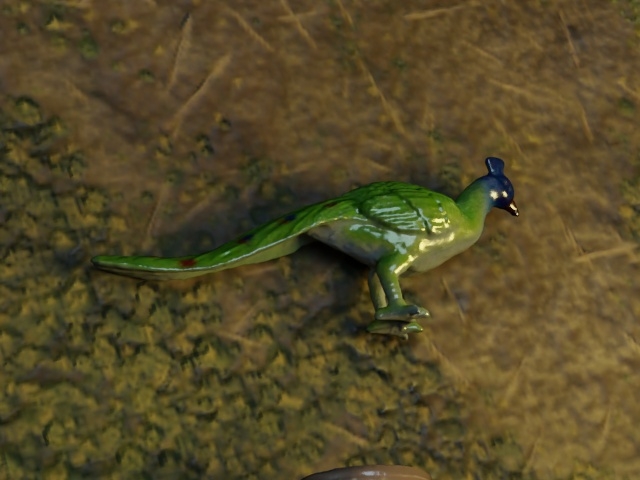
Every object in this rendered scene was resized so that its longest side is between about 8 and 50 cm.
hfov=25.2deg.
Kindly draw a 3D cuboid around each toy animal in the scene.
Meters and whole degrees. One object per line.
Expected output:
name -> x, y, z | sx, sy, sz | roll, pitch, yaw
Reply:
toy animal -> 0.007, 0.015, 0.667 | 0.217, 0.041, 0.075 | -15, 70, -21

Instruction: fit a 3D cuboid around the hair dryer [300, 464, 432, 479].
hair dryer -> -0.037, 0.153, 0.578 | 0.181, 0.064, 0.117 | 1, 66, -10
